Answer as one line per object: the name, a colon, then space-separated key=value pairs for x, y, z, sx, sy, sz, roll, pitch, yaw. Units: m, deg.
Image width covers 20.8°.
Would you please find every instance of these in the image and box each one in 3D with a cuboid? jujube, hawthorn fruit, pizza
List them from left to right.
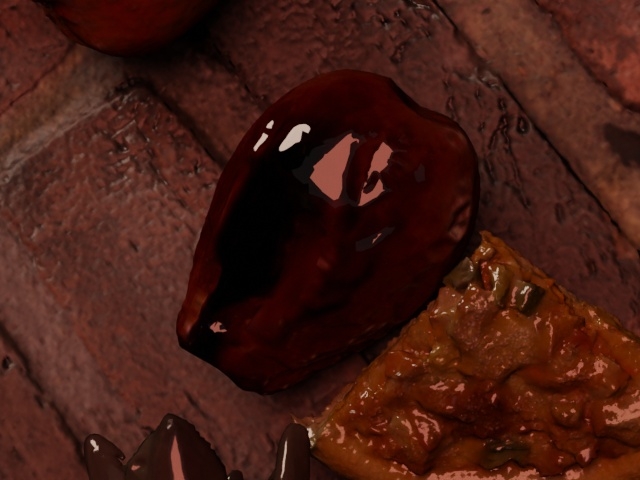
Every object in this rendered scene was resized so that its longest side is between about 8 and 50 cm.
hawthorn fruit: x=-0.131 y=-0.234 z=1.250 sx=0.200 sy=0.179 sz=0.179 roll=-36 pitch=71 yaw=-2
jujube: x=0.000 y=0.000 z=1.166 sx=0.168 sy=0.168 sz=0.236 roll=41 pitch=98 yaw=19
pizza: x=0.121 y=0.093 z=1.119 sx=0.292 sy=0.058 sz=0.197 roll=-1 pitch=112 yaw=8

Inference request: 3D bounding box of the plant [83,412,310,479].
plant: x=-0.064 y=0.272 z=1.087 sx=0.194 sy=0.181 sz=0.320 roll=-12 pitch=72 yaw=-4
